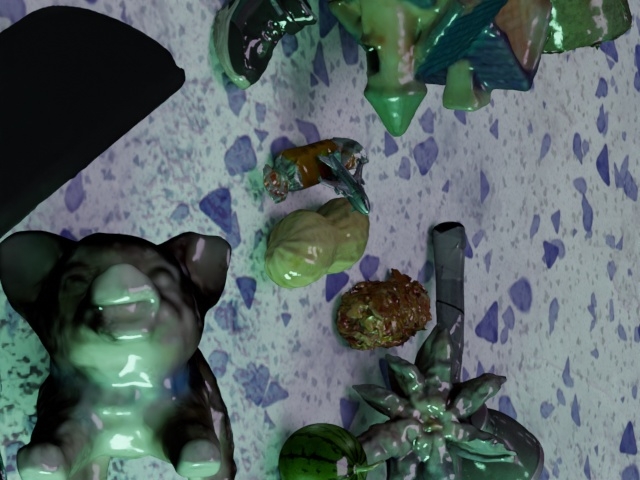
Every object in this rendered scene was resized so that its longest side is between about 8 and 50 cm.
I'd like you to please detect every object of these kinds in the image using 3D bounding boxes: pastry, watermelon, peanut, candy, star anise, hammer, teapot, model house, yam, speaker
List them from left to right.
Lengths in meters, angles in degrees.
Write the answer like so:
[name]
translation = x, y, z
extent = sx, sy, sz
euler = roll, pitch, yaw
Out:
[speaker]
translation = -0.292, -0.090, 1.214
extent = 0.184, 0.180, 0.388
euler = 54, 35, -9
[candy]
translation = -0.013, -0.083, 1.736
extent = 0.182, 0.046, 0.053
euler = -22, 100, -50
[peanut]
translation = 0.000, 0.000, 1.723
extent = 0.187, 0.082, 0.082
euler = -21, 106, -54
[watermelon]
translation = 0.005, 0.248, 1.688
extent = 0.109, 0.109, 0.109
euler = 5, 84, -56
[pastry]
translation = 0.085, 0.086, 1.854
extent = 0.169, 0.063, 0.087
euler = -21, 103, -54
[model house]
translation = 0.115, -0.276, 1.784
extent = 0.312, 0.245, 0.280
euler = -32, 122, -51
[star anise]
translation = 0.123, 0.221, 1.826
extent = 0.236, 0.093, 0.229
euler = -13, 82, -23
[hammer]
translation = 0.172, 0.177, 1.929
extent = 0.044, 0.152, 0.426
euler = 62, 29, -67
[teapot]
translation = 0.196, 0.272, 1.992
extent = 0.146, 0.148, 0.116
euler = 48, 15, -33
[yam]
translation = 0.303, -0.409, 2.101
extent = 0.195, 0.195, 0.300
euler = -48, 126, -46

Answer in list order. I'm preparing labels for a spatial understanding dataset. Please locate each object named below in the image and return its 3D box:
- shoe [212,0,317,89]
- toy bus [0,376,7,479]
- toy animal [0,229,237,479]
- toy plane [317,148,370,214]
[shoe]
translation = -0.048, -0.240, 1.645
extent = 0.071, 0.099, 0.169
euler = 42, 55, -50
[toy bus]
translation = -0.315, 0.195, 1.178
extent = 0.128, 0.147, 0.256
euler = -19, 99, -54
[toy animal]
translation = -0.166, 0.091, 1.307
extent = 0.344, 0.194, 0.302
euler = 100, -16, -65
[toy plane]
translation = 0.029, -0.063, 1.717
extent = 0.079, 0.031, 0.083
euler = -24, 84, -47
